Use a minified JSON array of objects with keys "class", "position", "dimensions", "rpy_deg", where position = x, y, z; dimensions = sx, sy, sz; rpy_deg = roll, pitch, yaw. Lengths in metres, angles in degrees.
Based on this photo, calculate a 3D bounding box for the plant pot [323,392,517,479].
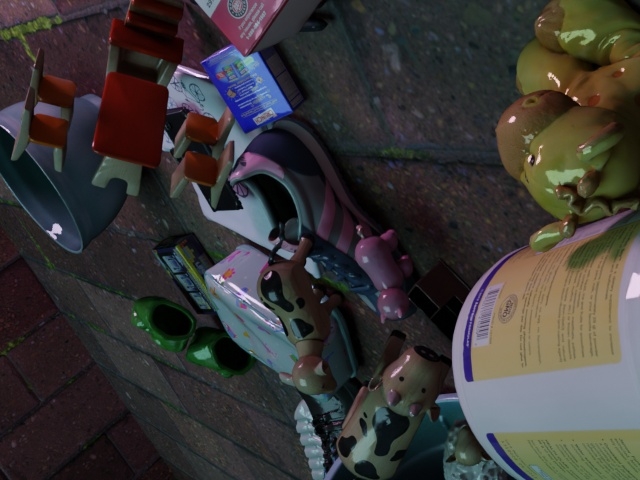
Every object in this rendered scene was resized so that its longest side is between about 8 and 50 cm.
[{"class":"plant pot","position":[0.214,0.456,1.234],"dimensions":[0.341,0.341,0.334],"rpy_deg":[8,140,54]}]

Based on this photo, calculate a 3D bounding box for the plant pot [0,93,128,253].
[{"class":"plant pot","position":[-0.459,-0.151,1.615],"dimensions":[0.293,0.196,0.293],"rpy_deg":[37,152,24]}]

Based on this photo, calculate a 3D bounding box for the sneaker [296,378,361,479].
[{"class":"sneaker","position":[0.049,0.360,1.549],"dimensions":[0.341,0.139,0.125],"rpy_deg":[50,156,3]}]

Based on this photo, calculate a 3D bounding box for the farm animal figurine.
[{"class":"farm animal figurine","position":[0.075,0.163,1.034],"dimensions":[0.330,0.172,0.327],"rpy_deg":[13,122,15]}]

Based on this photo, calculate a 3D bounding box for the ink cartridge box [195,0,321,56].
[{"class":"ink cartridge box","position":[-0.084,-0.329,0.838],"dimensions":[0.237,0.100,0.172],"rpy_deg":[49,135,3]}]

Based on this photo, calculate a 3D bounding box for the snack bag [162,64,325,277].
[{"class":"snack bag","position":[-0.147,-0.114,1.350],"dimensions":[0.323,0.037,0.343],"rpy_deg":[25,145,41]}]

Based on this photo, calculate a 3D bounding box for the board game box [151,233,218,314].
[{"class":"board game box","position":[-0.252,0.070,1.749],"dimensions":[0.170,0.048,0.141],"rpy_deg":[57,152,-16]}]

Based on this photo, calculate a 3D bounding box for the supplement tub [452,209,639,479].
[{"class":"supplement tub","position":[0.284,0.088,0.692],"dimensions":[0.241,0.241,0.331],"rpy_deg":[52,154,-4]}]

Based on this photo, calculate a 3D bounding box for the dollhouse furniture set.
[{"class":"dollhouse furniture set","position":[-0.237,-0.192,1.123],"dimensions":[0.262,0.259,0.135],"rpy_deg":[13,137,-19]}]

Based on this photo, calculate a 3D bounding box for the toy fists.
[{"class":"toy fists","position":[-0.271,0.205,1.834],"dimensions":[0.279,0.096,0.142],"rpy_deg":[31,170,-20]}]

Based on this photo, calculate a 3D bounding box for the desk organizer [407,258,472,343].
[{"class":"desk organizer","position":[0.173,0.092,1.092],"dimensions":[0.130,0.050,0.047],"rpy_deg":[45,154,10]}]

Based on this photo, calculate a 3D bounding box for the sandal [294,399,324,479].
[{"class":"sandal","position":[0.067,0.477,1.738],"dimensions":[0.169,0.102,0.416],"rpy_deg":[5,118,37]}]

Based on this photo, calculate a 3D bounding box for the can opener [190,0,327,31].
[{"class":"can opener","position":[-0.066,-0.264,0.998],"dimensions":[0.186,0.073,0.059],"rpy_deg":[20,134,32]}]

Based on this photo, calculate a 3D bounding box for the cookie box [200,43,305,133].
[{"class":"cookie box","position":[-0.084,-0.200,1.098],"dimensions":[0.091,0.040,0.107],"rpy_deg":[-17,112,39]}]

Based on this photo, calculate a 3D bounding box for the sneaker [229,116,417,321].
[{"class":"sneaker","position":[0.000,0.000,1.148],"dimensions":[0.319,0.131,0.112],"rpy_deg":[52,147,-7]}]

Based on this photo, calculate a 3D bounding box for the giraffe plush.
[{"class":"giraffe plush","position":[0.209,-0.079,0.668],"dimensions":[0.210,0.170,0.181],"rpy_deg":[22,142,45]}]

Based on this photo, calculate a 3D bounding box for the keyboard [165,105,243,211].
[{"class":"keyboard","position":[-0.188,-0.122,1.338],"dimensions":[0.108,0.023,0.180],"rpy_deg":[0,125,49]}]

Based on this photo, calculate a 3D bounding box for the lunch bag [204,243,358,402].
[{"class":"lunch bag","position":[-0.067,0.140,1.477],"dimensions":[0.279,0.108,0.224],"rpy_deg":[30,153,39]}]
